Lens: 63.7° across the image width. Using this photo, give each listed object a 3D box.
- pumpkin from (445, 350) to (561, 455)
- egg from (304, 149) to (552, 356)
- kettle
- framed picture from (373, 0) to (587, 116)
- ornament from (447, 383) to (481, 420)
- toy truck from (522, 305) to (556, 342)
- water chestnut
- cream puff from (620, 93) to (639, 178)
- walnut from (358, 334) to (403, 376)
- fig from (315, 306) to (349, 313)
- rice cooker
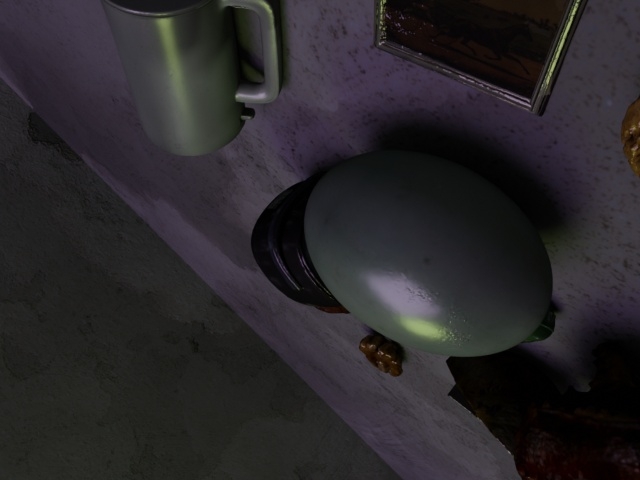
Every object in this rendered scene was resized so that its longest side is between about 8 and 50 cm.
[{"bbox_3d":[0.402,0.332,1.032,0.312,0.148,0.169,43,-170,13],"label":"pumpkin"},{"bbox_3d":[0.149,0.014,0.772,0.388,0.276,0.276,32,155,22],"label":"egg"},{"bbox_3d":[-0.218,-0.306,0.876,0.265,0.205,0.318,37,154,17],"label":"kettle"},{"bbox_3d":[0.164,-0.262,0.596,0.252,0.014,0.197,31,155,22],"label":"framed picture"},{"bbox_3d":[0.395,0.334,1.221,0.166,0.153,0.196,37,180,11],"label":"ornament"},{"bbox_3d":[0.317,0.146,0.977,0.124,0.101,0.242,33,156,-12],"label":"toy truck"},{"bbox_3d":[0.476,0.317,0.821,0.349,0.303,0.350,1,168,0],"label":"water chestnut"},{"bbox_3d":[0.367,-0.082,0.458,0.189,0.129,0.189,37,158,17],"label":"cream puff"},{"bbox_3d":[0.189,0.341,1.551,0.142,0.069,0.170,25,153,31],"label":"walnut"},{"bbox_3d":[0.065,0.151,1.347,0.201,0.134,0.146,42,168,-25],"label":"fig"},{"bbox_3d":[0.000,0.000,1.024,0.267,0.267,0.224,51,158,-22],"label":"rice cooker"}]
